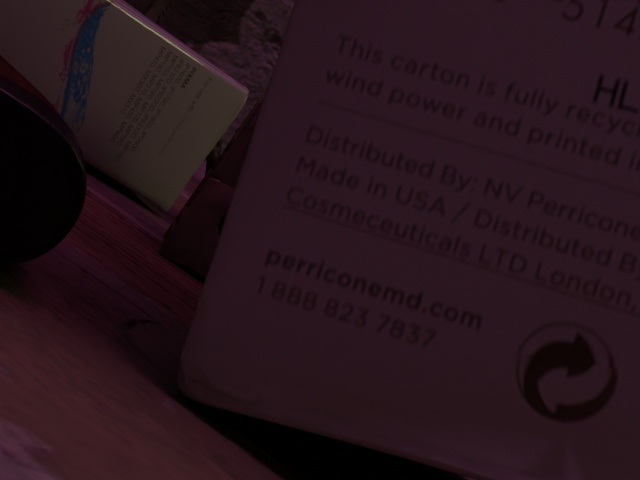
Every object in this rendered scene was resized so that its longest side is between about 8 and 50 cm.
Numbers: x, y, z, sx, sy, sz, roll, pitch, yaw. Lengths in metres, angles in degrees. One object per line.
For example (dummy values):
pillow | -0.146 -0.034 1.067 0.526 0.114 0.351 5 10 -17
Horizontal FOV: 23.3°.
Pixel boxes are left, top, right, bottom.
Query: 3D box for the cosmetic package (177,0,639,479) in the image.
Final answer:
cosmetic package | 0.172 -0.031 0.769 0.329 0.327 0.394 16 -2 12

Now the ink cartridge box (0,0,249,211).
ink cartridge box | -0.240 -0.173 1.268 0.306 0.131 0.226 35 1 -33

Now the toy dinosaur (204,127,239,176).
toy dinosaur | -0.072 -0.046 1.360 0.064 0.118 0.268 -10 -6 9

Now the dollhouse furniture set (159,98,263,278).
dollhouse furniture set | 0.000 0.000 1.097 0.184 0.129 0.129 34 2 -6

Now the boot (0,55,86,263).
boot | -0.220 -0.110 0.681 0.264 0.096 0.280 33 2 -21
